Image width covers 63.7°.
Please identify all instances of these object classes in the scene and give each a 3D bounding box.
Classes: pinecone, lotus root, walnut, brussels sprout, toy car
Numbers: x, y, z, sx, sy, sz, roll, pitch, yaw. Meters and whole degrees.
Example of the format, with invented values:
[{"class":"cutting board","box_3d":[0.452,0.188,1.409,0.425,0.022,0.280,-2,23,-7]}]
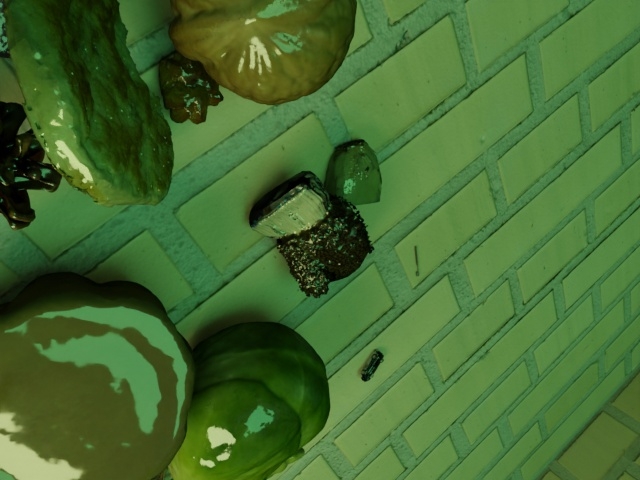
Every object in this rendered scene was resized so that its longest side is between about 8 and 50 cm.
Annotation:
[{"class":"pinecone","box_3d":[-0.480,-0.094,0.630,0.309,0.244,0.244,-2,114,-11]},{"class":"lotus root","box_3d":[0.078,-0.142,1.117,0.143,0.070,0.144,-17,120,-28]},{"class":"walnut","box_3d":[-0.082,-0.352,0.746,0.332,0.333,0.333,-15,119,-29]},{"class":"brussels sprout","box_3d":[-0.161,0.338,1.059,0.371,0.276,0.315,-38,141,-6]},{"class":"toy car","box_3d":[0.140,0.346,1.420,0.041,0.025,0.093,40,83,-38]}]

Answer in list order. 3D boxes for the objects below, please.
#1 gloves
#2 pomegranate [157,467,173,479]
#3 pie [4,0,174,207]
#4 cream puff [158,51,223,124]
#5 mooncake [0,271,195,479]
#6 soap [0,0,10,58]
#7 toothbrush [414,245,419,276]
[{"class":"gloves","box_3d":[-0.005,-0.002,1.077,0.210,0.135,0.312,-46,130,11]},{"class":"pomegranate","box_3d":[-0.384,0.586,1.105,0.191,0.131,0.152,-35,124,-26]},{"class":"pie","box_3d":[-0.300,-0.201,0.701,0.078,0.296,0.371,-9,121,5]},{"class":"cream puff","box_3d":[-0.213,-0.252,0.848,0.122,0.094,0.116,-47,127,-2]},{"class":"mooncake","box_3d":[-0.396,0.235,0.838,0.378,0.201,0.379,-5,102,-22]},{"class":"soap","box_3d":[-0.496,-0.331,0.620,0.259,0.081,0.181,-1,112,-34]},{"class":"toothbrush","box_3d":[0.257,0.057,1.377,0.008,0.006,0.097,-23,123,-20]}]
